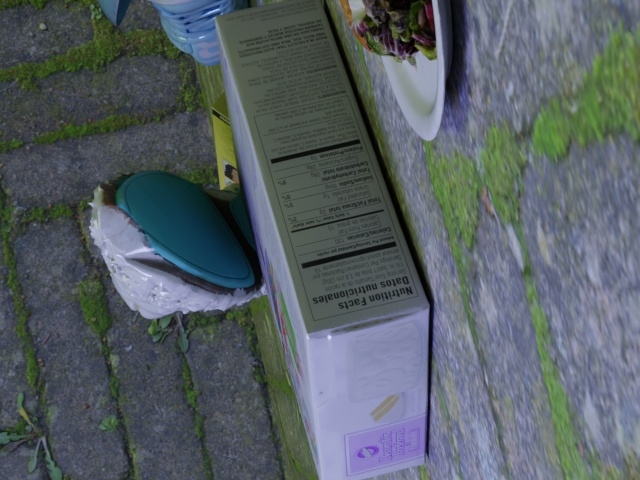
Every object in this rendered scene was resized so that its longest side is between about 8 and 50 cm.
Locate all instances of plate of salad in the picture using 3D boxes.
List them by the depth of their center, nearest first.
[{"bbox_3d":[0.032,-0.152,0.809,0.200,0.048,0.199,168,90,-84],"label":"plate of salad"}]

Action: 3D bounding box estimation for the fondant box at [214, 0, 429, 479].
[{"bbox_3d":[0.000,0.000,1.177,0.238,0.096,0.330,85,171,-54],"label":"fondant box"}]

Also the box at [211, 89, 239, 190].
[{"bbox_3d":[-0.065,-0.108,1.518,0.058,0.087,0.232,35,164,11],"label":"box"}]

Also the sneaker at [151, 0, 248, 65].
[{"bbox_3d":[-0.135,-0.287,1.742,0.366,0.135,0.150,-97,-14,-76],"label":"sneaker"}]

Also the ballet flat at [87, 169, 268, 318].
[{"bbox_3d":[-0.116,0.021,1.366,0.409,0.147,0.147,0,-104,-66],"label":"ballet flat"}]

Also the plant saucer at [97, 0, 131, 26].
[{"bbox_3d":[-0.210,-0.407,1.673,0.317,0.044,0.317,-163,90,-85],"label":"plant saucer"}]
